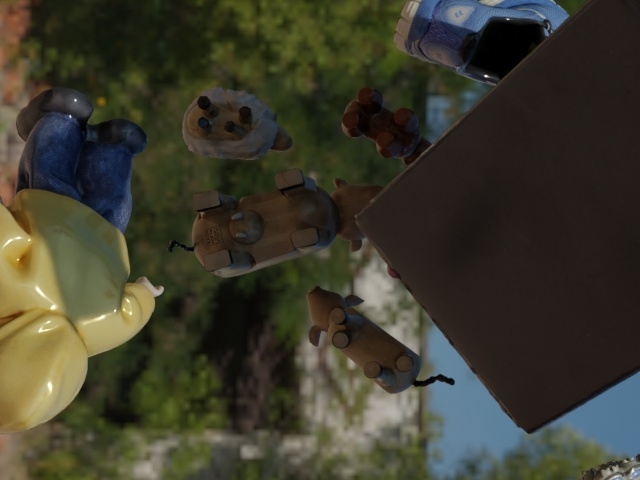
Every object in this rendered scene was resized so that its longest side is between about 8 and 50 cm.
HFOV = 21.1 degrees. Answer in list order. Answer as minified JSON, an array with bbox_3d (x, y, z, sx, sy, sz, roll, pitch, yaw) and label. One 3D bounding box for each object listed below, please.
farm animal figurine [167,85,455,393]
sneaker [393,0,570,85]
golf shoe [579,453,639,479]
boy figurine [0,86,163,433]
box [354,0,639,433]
[{"bbox_3d":[0.000,0.000,1.917,0.172,0.326,0.330,38,56,-79],"label":"farm animal figurine"},{"bbox_3d":[0.243,-0.244,2.199,0.147,0.330,0.130,37,-63,35],"label":"sneaker"},{"bbox_3d":[0.344,0.248,1.720,0.086,0.176,0.069,71,-20,6],"label":"golf shoe"},{"bbox_3d":[-0.199,0.026,1.328,0.092,0.177,0.285,-28,-134,42],"label":"boy figurine"},{"bbox_3d":[0.367,-0.116,1.644,0.297,0.472,0.480,50,-36,2],"label":"box"}]
